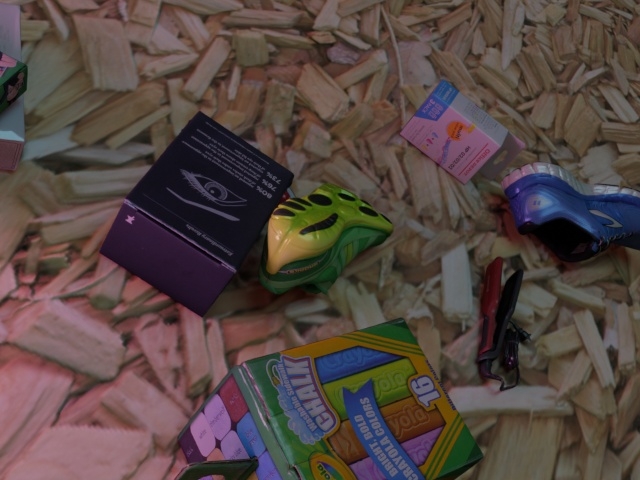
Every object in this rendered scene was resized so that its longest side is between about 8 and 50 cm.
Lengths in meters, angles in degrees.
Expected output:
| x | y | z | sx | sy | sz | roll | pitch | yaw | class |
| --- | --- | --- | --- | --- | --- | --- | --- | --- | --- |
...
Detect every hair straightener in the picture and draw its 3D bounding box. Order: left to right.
| x | y | z | sx | sy | sz | roll | pitch | yaw | class |
| --- | --- | --- | --- | --- | --- | --- | --- | --- | --- |
| 0.280 | 0.128 | 1.225 | 0.089 | 0.047 | 0.230 | 27 | 44 | -12 | hair straightener |

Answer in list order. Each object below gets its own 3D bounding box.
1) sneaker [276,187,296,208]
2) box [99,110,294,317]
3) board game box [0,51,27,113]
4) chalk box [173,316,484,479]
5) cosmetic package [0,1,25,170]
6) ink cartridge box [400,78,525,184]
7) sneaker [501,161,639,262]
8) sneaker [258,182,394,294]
| x | y | z | sx | sy | sz | roll | pitch | yaw | class |
| --- | --- | --- | --- | --- | --- | --- | --- | --- | --- |
| -0.085 | -0.069 | 1.148 | 0.067 | 0.042 | 0.118 | -18 | 58 | -46 | sneaker |
| -0.148 | -0.036 | 1.029 | 0.153 | 0.108 | 0.207 | 34 | 43 | -5 | box |
| -0.517 | -0.191 | 0.899 | 0.317 | 0.046 | 0.213 | 29 | 52 | 3 | board game box |
| -0.017 | 0.221 | 0.851 | 0.289 | 0.180 | 0.179 | -11 | 62 | -38 | chalk box |
| -0.419 | -0.197 | 1.016 | 0.099 | 0.060 | 0.239 | 7 | 51 | -30 | cosmetic package |
| 0.241 | -0.171 | 1.409 | 0.181 | 0.104 | 0.061 | 37 | 43 | -1 | ink cartridge box |
| 0.456 | -0.019 | 1.436 | 0.330 | 0.130 | 0.147 | 12 | 63 | -21 | sneaker |
| 0.000 | 0.000 | 1.106 | 0.109 | 0.123 | 0.296 | 38 | 23 | 19 | sneaker |
